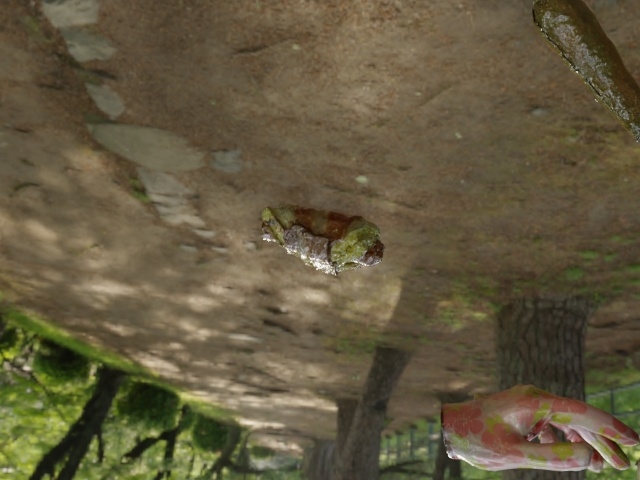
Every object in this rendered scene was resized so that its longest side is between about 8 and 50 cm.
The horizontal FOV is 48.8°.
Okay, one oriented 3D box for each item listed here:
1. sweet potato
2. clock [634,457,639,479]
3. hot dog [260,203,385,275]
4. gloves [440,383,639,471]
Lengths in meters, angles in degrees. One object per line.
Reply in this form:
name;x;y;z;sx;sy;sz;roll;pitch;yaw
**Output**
sweet potato;0.400;-0.251;1.021;0.075;0.273;0.075;-32;171;-6
clock;0.427;0.363;0.697;0.309;0.114;0.284;14;-147;42
hot dog;0.000;0.000;1.134;0.213;0.103;0.146;11;-178;26
gloves;0.289;0.249;0.941;0.241;0.126;0.145;-13;156;18
